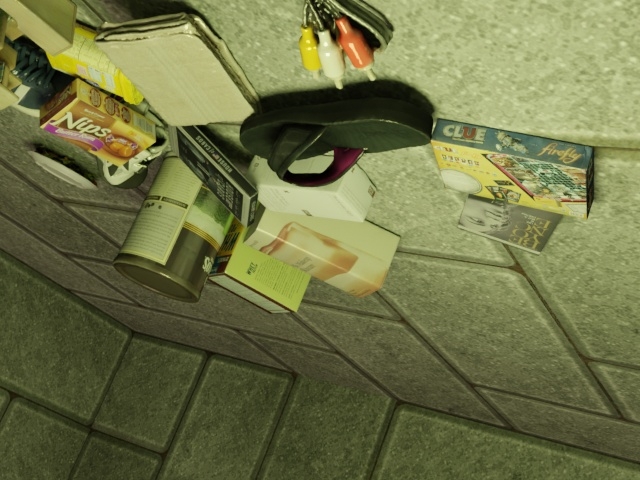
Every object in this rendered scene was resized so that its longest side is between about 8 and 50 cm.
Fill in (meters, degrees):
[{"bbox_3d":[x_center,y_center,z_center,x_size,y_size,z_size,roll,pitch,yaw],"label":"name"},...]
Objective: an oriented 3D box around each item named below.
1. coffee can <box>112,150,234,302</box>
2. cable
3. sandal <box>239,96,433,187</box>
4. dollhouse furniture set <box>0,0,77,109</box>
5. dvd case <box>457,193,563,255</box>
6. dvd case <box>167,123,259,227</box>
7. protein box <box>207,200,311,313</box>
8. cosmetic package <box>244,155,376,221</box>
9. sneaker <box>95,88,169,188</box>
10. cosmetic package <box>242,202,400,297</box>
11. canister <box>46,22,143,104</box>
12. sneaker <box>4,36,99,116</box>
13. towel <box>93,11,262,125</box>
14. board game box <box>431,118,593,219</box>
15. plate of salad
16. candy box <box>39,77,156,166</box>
[{"bbox_3d":[-0.307,-0.029,1.982,0.201,0.275,0.201,20,162,7],"label":"coffee can"},{"bbox_3d":[-0.001,-0.307,1.189,0.139,0.072,0.287,5,155,29],"label":"cable"},{"bbox_3d":[-0.004,-0.154,1.505,0.167,0.107,0.445,17,169,-34],"label":"sandal"},{"bbox_3d":[-0.549,-0.350,1.479,0.242,0.212,0.161,-21,143,23],"label":"dollhouse furniture set"},{"bbox_3d":[0.339,-0.041,1.629,0.164,0.018,0.221,19,161,8],"label":"dvd case"},{"bbox_3d":[-0.216,-0.143,1.806,0.239,0.029,0.179,46,163,9],"label":"dvd case"},{"bbox_3d":[-0.130,0.036,2.083,0.201,0.200,0.136,31,159,-25],"label":"protein box"},{"bbox_3d":[-0.022,-0.106,1.753,0.231,0.086,0.117,9,157,37],"label":"cosmetic package"},{"bbox_3d":[-0.380,-0.189,1.858,0.146,0.123,0.330,16,158,8],"label":"sneaker"},{"bbox_3d":[0.000,0.000,1.949,0.296,0.129,0.153,26,162,-9],"label":"cosmetic package"},{"bbox_3d":[-0.392,-0.319,1.595,0.169,0.073,0.126,23,162,2],"label":"canister"},{"bbox_3d":[-0.581,-0.333,1.689,0.350,0.131,0.148,12,153,18],"label":"sneaker"},{"bbox_3d":[-0.230,-0.278,1.499,0.187,0.049,0.282,-1,155,19],"label":"towel"},{"bbox_3d":[0.306,-0.112,1.429,0.243,0.042,0.165,15,160,22],"label":"board game box"},{"bbox_3d":[-0.650,-0.186,2.297,0.199,0.048,0.200,27,171,5],"label":"plate of salad"},{"bbox_3d":[-0.410,-0.215,1.671,0.109,0.053,0.186,-28,145,28],"label":"candy box"}]
